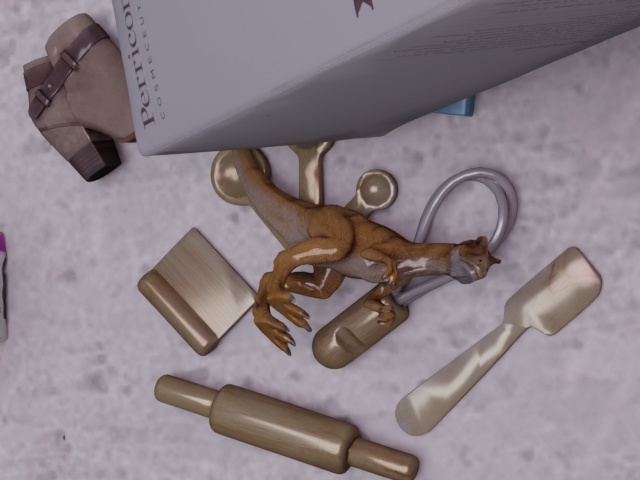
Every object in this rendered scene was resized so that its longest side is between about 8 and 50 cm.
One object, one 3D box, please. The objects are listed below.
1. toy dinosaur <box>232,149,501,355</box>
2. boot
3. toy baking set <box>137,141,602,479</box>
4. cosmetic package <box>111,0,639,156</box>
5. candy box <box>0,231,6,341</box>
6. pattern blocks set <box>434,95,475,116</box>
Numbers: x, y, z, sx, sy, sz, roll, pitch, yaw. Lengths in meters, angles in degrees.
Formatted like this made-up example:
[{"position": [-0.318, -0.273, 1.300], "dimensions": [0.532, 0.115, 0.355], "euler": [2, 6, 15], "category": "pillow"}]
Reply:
[{"position": [0.000, 0.000, 1.086], "dimensions": [0.211, 0.064, 0.112], "euler": [26, 62, 29], "category": "toy dinosaur"}, {"position": [-0.121, -0.093, 1.149], "dimensions": [0.118, 0.042, 0.087], "euler": [-31, 78, 21], "category": "boot"}, {"position": [0.017, 0.036, 1.111], "dimensions": [0.256, 0.030, 0.197], "euler": [21, 99, 18], "category": "toy baking set"}, {"position": [0.035, -0.176, 0.892], "dimensions": [0.385, 0.156, 0.217], "euler": [-21, 79, 61], "category": "cosmetic package"}, {"position": [-0.324, 0.032, 1.166], "dimensions": [0.233, 0.159, 0.071], "euler": [0, 93, 19], "category": "candy box"}, {"position": [0.025, -0.239, 1.100], "dimensions": [0.285, 0.026, 0.325], "euler": [18, 98, 18], "category": "pattern blocks set"}]
